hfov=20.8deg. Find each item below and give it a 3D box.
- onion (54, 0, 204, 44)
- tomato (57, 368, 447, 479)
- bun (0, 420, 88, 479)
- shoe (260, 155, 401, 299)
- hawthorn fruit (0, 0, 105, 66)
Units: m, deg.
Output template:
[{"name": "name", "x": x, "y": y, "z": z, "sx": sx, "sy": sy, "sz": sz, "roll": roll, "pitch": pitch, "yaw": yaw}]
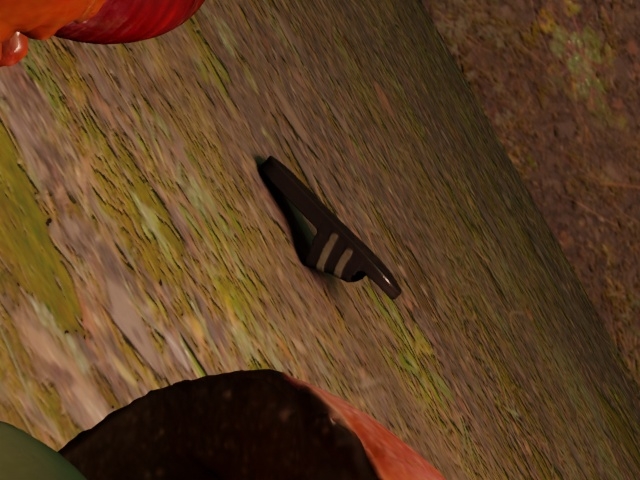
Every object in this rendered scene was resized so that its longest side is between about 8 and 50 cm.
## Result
[{"name": "onion", "x": -0.181, "y": -0.242, "z": 1.232, "sx": 0.248, "sy": 0.161, "sz": 0.248, "roll": 47, "pitch": 15, "yaw": -16}, {"name": "tomato", "x": -0.016, "y": 0.220, "z": 0.635, "sx": 0.143, "sy": 0.338, "sz": 0.338, "roll": 10, "pitch": 49, "yaw": -39}, {"name": "bun", "x": -0.160, "y": 0.190, "z": 0.514, "sx": 0.283, "sy": 0.179, "sz": 0.283, "roll": 13, "pitch": 43, "yaw": -12}, {"name": "shoe", "x": 0.000, "y": 0.000, "z": 1.602, "sx": 0.179, "sy": 0.049, "sz": 0.071, "roll": 45, "pitch": 7, "yaw": 13}, {"name": "hawthorn fruit", "x": -0.238, "y": -0.227, "z": 0.984, "sx": 0.299, "sy": 0.211, "sz": 0.211, "roll": 50, "pitch": 16, "yaw": 3}]
